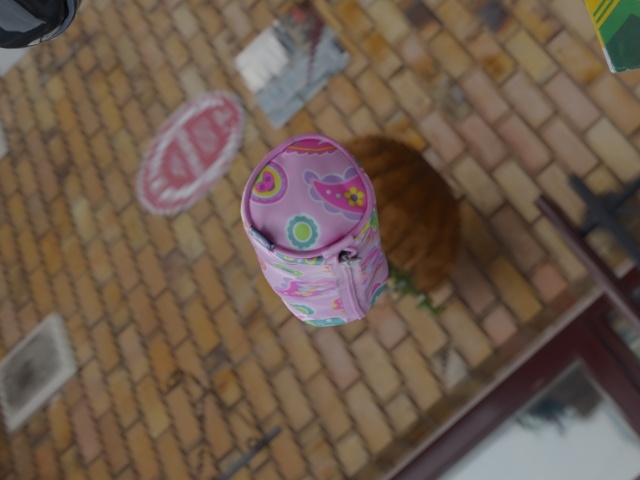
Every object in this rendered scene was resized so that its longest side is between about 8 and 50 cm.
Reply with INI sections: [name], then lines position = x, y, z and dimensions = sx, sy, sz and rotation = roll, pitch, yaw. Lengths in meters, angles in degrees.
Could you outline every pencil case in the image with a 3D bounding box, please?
[pencil case]
position = 0.000, 0.000, 1.436
dimensions = 0.124, 0.124, 0.284
rotation = 50, 173, 14

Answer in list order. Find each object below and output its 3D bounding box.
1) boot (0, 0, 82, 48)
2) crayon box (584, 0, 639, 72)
[boot]
position = -0.373, -0.140, 1.030
dimensions = 0.367, 0.146, 0.445
rotation = 46, -137, -30
[crayon box]
position = 0.276, -0.313, 1.434
dimensions = 0.323, 0.083, 0.203
rotation = 40, -135, -65
